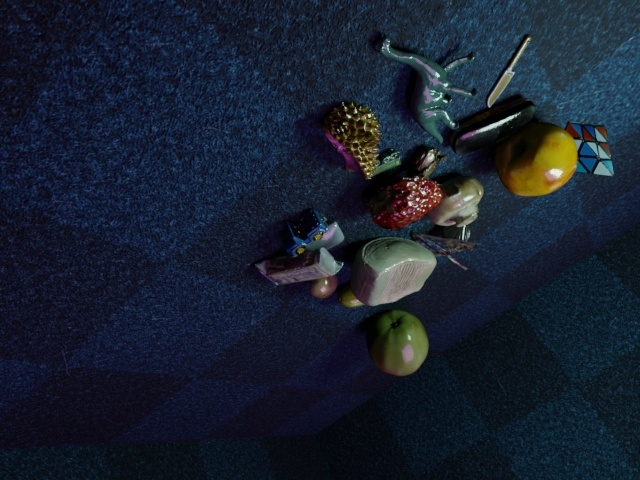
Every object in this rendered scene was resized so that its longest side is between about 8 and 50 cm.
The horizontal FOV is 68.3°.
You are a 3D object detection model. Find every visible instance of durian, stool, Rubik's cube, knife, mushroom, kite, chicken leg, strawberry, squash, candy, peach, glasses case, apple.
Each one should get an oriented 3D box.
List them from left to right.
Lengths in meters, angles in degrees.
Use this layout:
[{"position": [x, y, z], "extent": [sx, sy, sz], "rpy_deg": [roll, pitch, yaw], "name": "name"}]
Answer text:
[{"position": [0.000, 0.000, 1.791], "extent": [0.174, 0.071, 0.138], "rpy_deg": [-28, 148, 3], "name": "candy"}, {"position": [0.010, 0.177, 2.000], "extent": [0.112, 0.148, 0.148], "rpy_deg": [2, 160, 31], "name": "mushroom"}, {"position": [0.166, 0.256, 2.215], "extent": [0.186, 0.123, 0.123], "rpy_deg": [-17, 145, -16], "name": "squash"}, {"position": [0.118, -0.308, 1.435], "extent": [0.260, 0.153, 0.187], "rpy_deg": [20, 100, -58], "name": "durian"}, {"position": [0.420, 0.549, 2.592], "extent": [0.357, 0.357, 0.357], "rpy_deg": [-19, 146, -13], "name": "apple"}, {"position": [0.305, -0.119, 1.726], "extent": [0.253, 0.150, 0.280], "rpy_deg": [-23, 164, 35], "name": "strawberry"}, {"position": [0.379, -0.257, 1.712], "extent": [0.125, 0.080, 0.196], "rpy_deg": [-18, 149, -24], "name": "chicken leg"}, {"position": [0.544, 0.047, 2.136], "extent": [0.368, 0.014, 0.406], "rpy_deg": [32, 153, -21], "name": "kite"}, {"position": [0.532, -0.148, 1.871], "extent": [0.254, 0.184, 0.255], "rpy_deg": [-19, 167, -5], "name": "mushroom"}, {"position": [0.622, -0.063, 2.117], "extent": [0.217, 0.125, 0.121], "rpy_deg": [-67, 162, 14], "name": "stool"}, {"position": [0.609, -0.402, 1.671], "extent": [0.320, 0.082, 0.122], "rpy_deg": [-24, 145, -4], "name": "glasses case"}, {"position": [0.614, -0.542, 1.541], "extent": [0.046, 0.022, 0.256], "rpy_deg": [-11, 143, -30], "name": "knife"}, {"position": [0.825, -0.303, 1.788], "extent": [0.307, 0.289, 0.289], "rpy_deg": [19, 126, -40], "name": "peach"}, {"position": [1.063, -0.415, 2.002], "extent": [0.250, 0.284, 0.234], "rpy_deg": [-13, 140, 44], "name": "Rubik's cube"}]

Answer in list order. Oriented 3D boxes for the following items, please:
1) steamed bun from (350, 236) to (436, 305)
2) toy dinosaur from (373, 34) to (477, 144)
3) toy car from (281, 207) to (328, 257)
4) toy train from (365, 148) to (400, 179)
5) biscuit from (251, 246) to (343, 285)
[{"position": [0.283, 0.107, 2.000], "extent": [0.383, 0.236, 0.247], "rpy_deg": [-11, 134, -34], "name": "steamed bun"}, {"position": [0.276, -0.428, 1.411], "extent": [0.330, 0.129, 0.384], "rpy_deg": [-4, 143, -14], "name": "toy dinosaur"}, {"position": [-0.068, -0.034, 1.676], "extent": [0.191, 0.097, 0.100], "rpy_deg": [-39, 141, 16], "name": "toy car"}, {"position": [0.205, -0.261, 1.615], "extent": [0.147, 0.038, 0.071], "rpy_deg": [-25, 146, -3], "name": "toy train"}, {"position": [-0.087, 0.103, 1.796], "extent": [0.308, 0.079, 0.186], "rpy_deg": [-12, 150, 26], "name": "biscuit"}]
